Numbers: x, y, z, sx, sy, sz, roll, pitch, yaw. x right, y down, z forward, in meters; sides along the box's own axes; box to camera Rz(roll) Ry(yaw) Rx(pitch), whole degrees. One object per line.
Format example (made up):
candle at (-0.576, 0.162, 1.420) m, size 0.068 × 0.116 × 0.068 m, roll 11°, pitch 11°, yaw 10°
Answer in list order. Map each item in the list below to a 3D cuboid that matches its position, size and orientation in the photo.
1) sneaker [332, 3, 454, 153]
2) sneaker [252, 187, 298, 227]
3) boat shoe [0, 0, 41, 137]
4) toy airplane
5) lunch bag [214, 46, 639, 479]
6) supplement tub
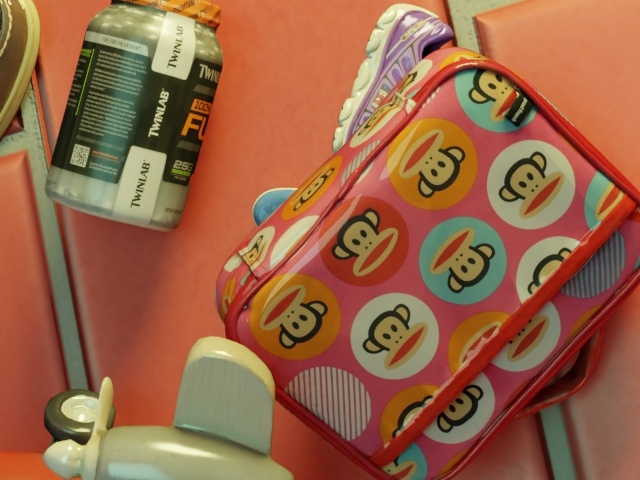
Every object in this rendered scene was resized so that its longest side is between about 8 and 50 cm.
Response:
sneaker at (0.058, -0.102, 1.331) m, size 0.071 × 0.068 × 0.169 m, roll 20°, pitch 93°, yaw 16°
sneaker at (0.000, -0.001, 1.334) m, size 0.152 × 0.084 × 0.058 m, roll 32°, pitch 98°, yaw 20°
boat shoe at (-0.384, -0.097, 1.470) m, size 0.342 × 0.123 × 0.123 m, roll -43°, pitch 73°, yaw 14°
toy airplane at (-0.115, 0.288, 1.255) m, size 0.384 × 0.272 × 0.386 m, roll -23°, pitch 100°, yaw 34°
lunch bag at (0.095, 0.034, 1.239) m, size 0.258 × 0.120 × 0.293 m, roll 42°, pitch 94°, yaw -16°
supplement tub at (-0.148, -0.111, 1.383) m, size 0.117 × 0.117 × 0.190 m, roll 17°, pitch 93°, yaw 21°
